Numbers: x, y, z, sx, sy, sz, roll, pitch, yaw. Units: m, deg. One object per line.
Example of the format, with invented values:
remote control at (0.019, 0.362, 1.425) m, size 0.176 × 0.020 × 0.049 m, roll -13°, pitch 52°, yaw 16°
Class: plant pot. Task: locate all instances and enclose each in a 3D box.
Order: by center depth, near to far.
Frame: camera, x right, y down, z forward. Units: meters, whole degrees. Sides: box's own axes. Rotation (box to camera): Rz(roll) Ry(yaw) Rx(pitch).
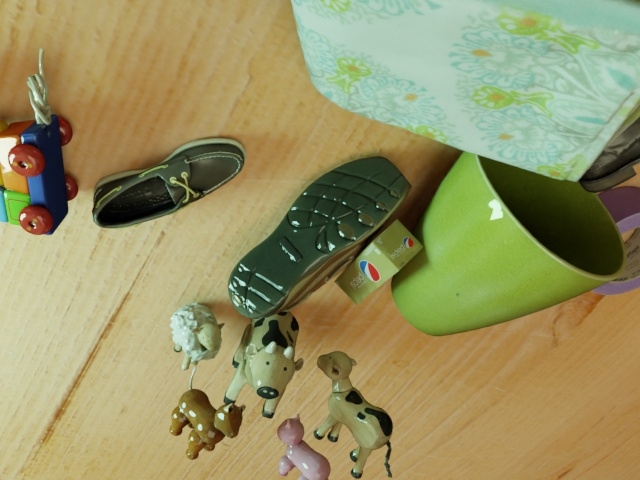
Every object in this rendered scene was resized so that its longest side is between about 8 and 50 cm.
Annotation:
plant pot at (0.250, 0.023, 0.910) m, size 0.275 × 0.274 × 0.293 m, roll 18°, pitch 135°, yaw -25°

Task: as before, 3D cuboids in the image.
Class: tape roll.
tape roll at (0.537, 0.003, 1.054) m, size 0.189 × 0.080 × 0.189 m, roll -6°, pitch 127°, yaw -8°

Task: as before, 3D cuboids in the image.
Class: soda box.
soda box at (0.086, 0.039, 0.923) m, size 0.061 × 0.058 × 0.181 m, roll -41°, pitch 174°, yaw -28°

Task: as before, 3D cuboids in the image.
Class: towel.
towel at (0.144, -0.191, 0.608) m, size 0.375 × 0.090 × 0.320 m, roll 21°, pitch 167°, yaw 10°

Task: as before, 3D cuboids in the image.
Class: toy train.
toy train at (-0.397, -0.130, 0.729) m, size 0.143 × 0.105 × 0.248 m, roll 8°, pitch 125°, yaw -3°

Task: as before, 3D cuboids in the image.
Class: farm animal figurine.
farm animal figurine at (-0.059, 0.212, 0.925) m, size 0.330 × 0.326 × 0.172 m, roll 14°, pitch 116°, yaw -25°

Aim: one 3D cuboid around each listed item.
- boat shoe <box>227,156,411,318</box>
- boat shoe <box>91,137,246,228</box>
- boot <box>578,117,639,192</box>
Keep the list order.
boat shoe at (0.000, 0.000, 0.916) m, size 0.324 × 0.122 × 0.120 m, roll -39°, pitch 158°, yaw 7°
boat shoe at (-0.210, -0.075, 0.825) m, size 0.228 × 0.068 × 0.081 m, roll -20°, pitch 129°, yaw 2°
boot at (0.397, -0.196, 0.784) m, size 0.263 × 0.091 × 0.229 m, roll -41°, pitch 123°, yaw 19°
